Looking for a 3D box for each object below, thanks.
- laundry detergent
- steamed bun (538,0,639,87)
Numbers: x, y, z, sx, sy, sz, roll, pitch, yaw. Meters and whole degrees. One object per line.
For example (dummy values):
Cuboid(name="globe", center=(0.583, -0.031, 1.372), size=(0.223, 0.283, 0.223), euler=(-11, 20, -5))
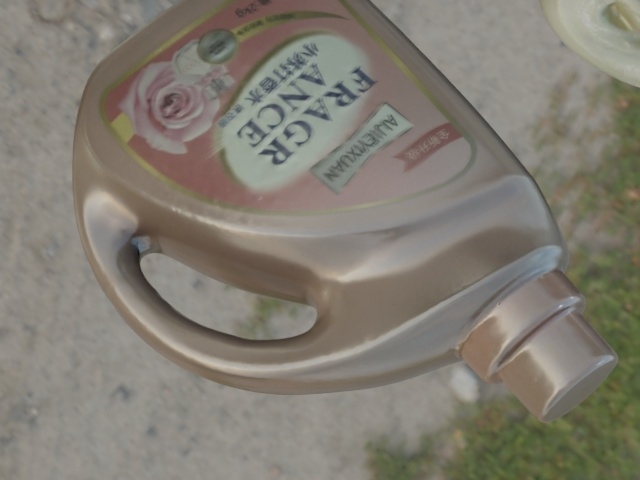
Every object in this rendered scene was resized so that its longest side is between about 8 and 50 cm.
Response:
Cuboid(name="laundry detergent", center=(0.000, 0.000, 0.696), size=(0.171, 0.237, 0.076), euler=(-36, 158, -10))
Cuboid(name="steamed bun", center=(0.351, -0.306, 1.393), size=(0.343, 0.255, 0.367), euler=(20, 109, -14))
